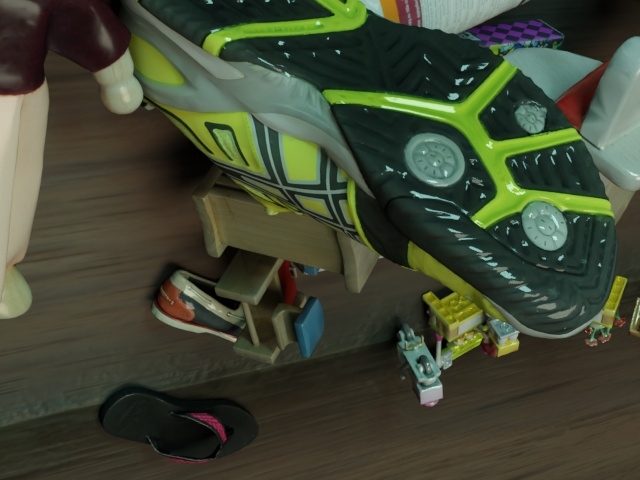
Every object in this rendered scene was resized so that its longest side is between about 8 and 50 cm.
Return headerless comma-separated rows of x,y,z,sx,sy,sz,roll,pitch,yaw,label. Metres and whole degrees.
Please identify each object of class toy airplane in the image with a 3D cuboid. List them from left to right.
0.301,-0.168,1.066,0.386,0.272,0.384,-37,147,17,toy airplane

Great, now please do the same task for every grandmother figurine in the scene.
-0.210,-0.106,0.808,0.208,0.104,0.342,-6,128,-30,grandmother figurine

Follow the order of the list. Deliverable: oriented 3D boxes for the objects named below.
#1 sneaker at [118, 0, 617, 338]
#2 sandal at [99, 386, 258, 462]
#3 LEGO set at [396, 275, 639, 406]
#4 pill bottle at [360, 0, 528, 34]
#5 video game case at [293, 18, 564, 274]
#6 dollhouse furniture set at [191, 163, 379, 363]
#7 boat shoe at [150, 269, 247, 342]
0.027,-0.066,0.861,0.145,0.385,0.147,-41,164,-32,sneaker
-0.122,0.174,1.170,0.179,0.040,0.067,21,108,-48,sandal
0.213,0.094,1.315,0.287,0.132,0.107,-10,139,-6,LEGO set
0.092,-0.213,0.955,0.221,0.121,0.121,-28,137,-20,pill bottle
0.090,-0.082,1.128,0.232,0.042,0.210,-12,131,-33,video game case
0.000,0.000,1.022,0.183,0.129,0.129,80,32,-45,dollhouse furniture set
-0.079,0.056,1.102,0.137,0.049,0.043,16,113,-41,boat shoe
